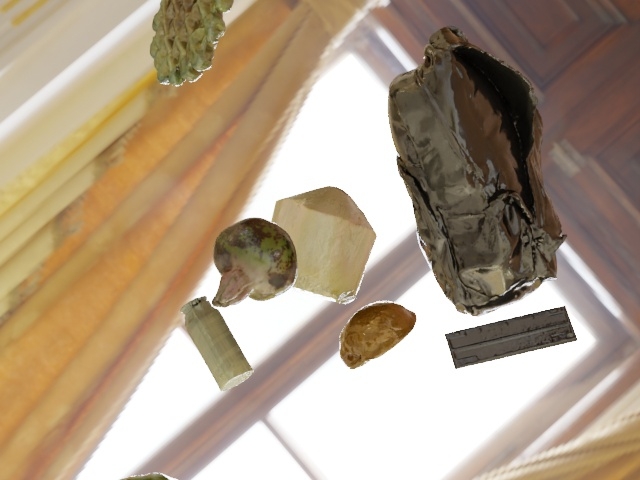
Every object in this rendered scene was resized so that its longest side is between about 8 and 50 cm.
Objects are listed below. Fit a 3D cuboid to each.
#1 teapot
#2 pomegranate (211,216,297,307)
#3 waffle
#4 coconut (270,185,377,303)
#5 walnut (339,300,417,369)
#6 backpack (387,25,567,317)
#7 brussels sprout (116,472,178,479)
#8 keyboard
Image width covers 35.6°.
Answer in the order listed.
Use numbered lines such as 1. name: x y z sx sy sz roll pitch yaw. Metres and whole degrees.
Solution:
1. teapot: -0.231 0.223 2.143 0.200 0.077 0.107 59 144 16
2. pomegranate: -0.113 0.044 1.543 0.138 0.163 0.125 43 167 -6
3. waffle: -0.222 -0.420 1.737 0.056 0.309 0.292 9 -176 -29
4. coconut: 0.000 0.000 2.167 0.239 0.244 0.239 15 174 1
5. walnut: 0.107 0.182 2.087 0.087 0.167 0.211 49 140 -7
6. backpack: 0.251 -0.126 1.620 0.363 0.254 0.446 -72 -40 -70
7. brussels sprout: -0.341 0.567 1.943 0.244 0.244 0.244 49 176 4
8. keyboard: 0.295 0.150 1.545 0.010 0.198 0.064 84 173 -62
